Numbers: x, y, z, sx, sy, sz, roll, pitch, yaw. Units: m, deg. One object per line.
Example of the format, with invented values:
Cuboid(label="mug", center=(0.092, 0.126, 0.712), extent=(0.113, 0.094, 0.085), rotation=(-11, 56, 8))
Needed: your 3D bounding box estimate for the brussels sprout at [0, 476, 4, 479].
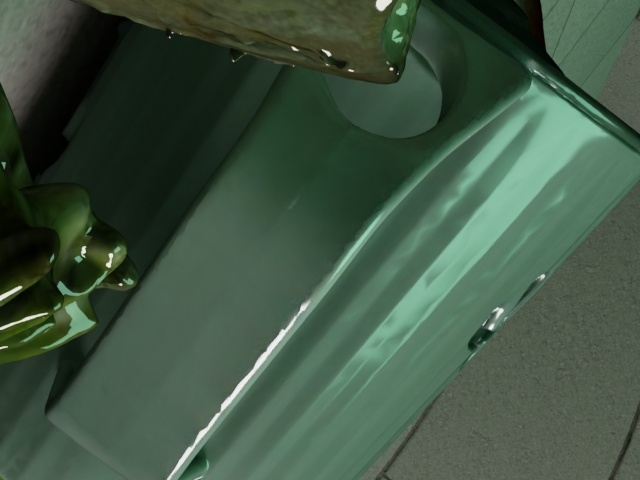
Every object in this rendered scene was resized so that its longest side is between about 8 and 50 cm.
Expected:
Cuboid(label="brussels sprout", center=(-0.176, 0.283, 1.164), extent=(0.371, 0.315, 0.276), rotation=(-53, -168, -32))

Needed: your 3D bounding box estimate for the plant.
Cuboid(label="plant", center=(-0.254, 0.007, 0.592), extent=(0.333, 0.180, 0.251), rotation=(-22, 161, -5))

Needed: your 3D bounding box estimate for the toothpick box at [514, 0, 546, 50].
Cuboid(label="toothpick box", center=(0.046, -0.119, 1.127), extent=(0.294, 0.192, 0.192), rotation=(-52, 169, 14))

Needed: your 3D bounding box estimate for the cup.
Cuboid(label="cup", center=(-0.041, -0.020, 0.836), extent=(0.392, 0.310, 0.401), rotation=(-53, 153, 10))

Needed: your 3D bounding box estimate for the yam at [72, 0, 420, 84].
Cuboid(label="yam", center=(-0.075, -0.154, 0.426), extent=(0.161, 0.268, 0.161), rotation=(19, 90, -78))
